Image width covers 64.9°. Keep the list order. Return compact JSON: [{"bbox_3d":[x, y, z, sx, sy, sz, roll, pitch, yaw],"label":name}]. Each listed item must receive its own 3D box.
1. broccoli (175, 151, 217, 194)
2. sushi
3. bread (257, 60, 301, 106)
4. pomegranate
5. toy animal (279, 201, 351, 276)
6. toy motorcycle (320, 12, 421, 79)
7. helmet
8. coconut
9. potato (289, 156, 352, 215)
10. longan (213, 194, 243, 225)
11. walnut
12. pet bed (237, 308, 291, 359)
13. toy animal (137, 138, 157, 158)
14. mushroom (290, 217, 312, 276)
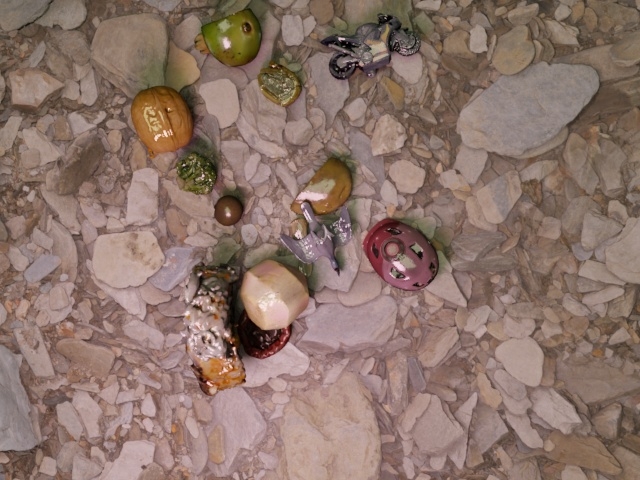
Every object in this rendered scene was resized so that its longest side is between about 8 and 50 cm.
[{"bbox_3d":[-0.424,-0.219,1.710,0.162,0.138,0.145,-26,98,48],"label":"broccoli"},{"bbox_3d":[-0.331,0.260,1.583,0.176,0.417,0.417,-6,92,-9],"label":"sushi"},{"bbox_3d":[-0.140,-0.522,1.683,0.156,0.064,0.117,31,95,4],"label":"bread"},{"bbox_3d":[-0.304,-0.645,1.645,0.241,0.190,0.159,-15,115,7],"label":"pomegranate"},{"bbox_3d":[0.000,0.000,1.646,0.239,0.176,0.255,-23,78,-2],"label":"toy animal"},{"bbox_3d":[0.161,-0.632,1.622,0.307,0.108,0.173,-15,82,9],"label":"toy motorcycle"},{"bbox_3d":[0.260,0.052,1.616,0.253,0.154,0.198,39,98,0],"label":"helmet"},{"bbox_3d":[-0.145,0.164,1.638,0.237,0.197,0.236,6,54,-8],"label":"coconut"},{"bbox_3d":[0.014,-0.154,1.665,0.138,0.098,0.243,39,98,3],"label":"potato"},{"bbox_3d":[-0.317,-0.102,1.715,0.113,0.092,0.113,9,108,28],"label":"longan"},{"bbox_3d":[-0.529,-0.405,1.684,0.193,0.193,0.225,-15,89,8],"label":"walnut"},{"bbox_3d":[-0.195,0.306,1.737,0.201,0.053,0.201,0,89,4],"label":"pet bed"},{"bbox_3d":[-0.601,-0.339,1.767,0.083,0.060,0.081,43,134,4],"label":"toy animal"},{"bbox_3d":[-0.061,0.024,1.710,0.059,0.054,0.202,-7,97,14],"label":"mushroom"}]
